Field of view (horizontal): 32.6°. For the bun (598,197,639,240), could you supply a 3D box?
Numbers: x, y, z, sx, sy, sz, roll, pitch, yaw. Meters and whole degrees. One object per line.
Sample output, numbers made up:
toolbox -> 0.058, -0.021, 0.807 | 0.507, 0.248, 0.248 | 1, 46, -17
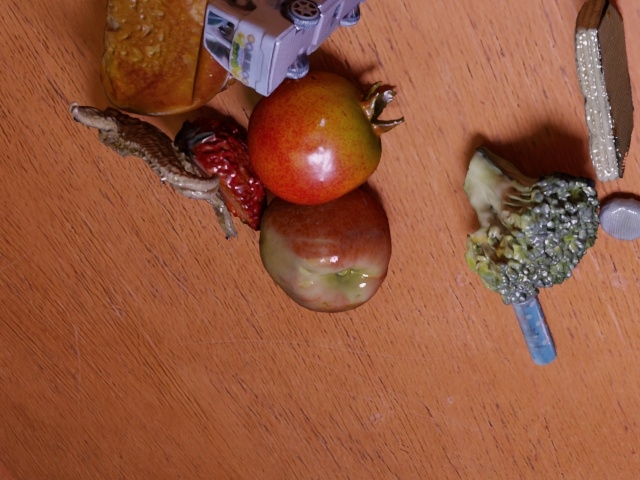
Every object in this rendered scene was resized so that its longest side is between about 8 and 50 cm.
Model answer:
bun -> 0.484, -0.037, 1.735 | 0.083, 0.045, 0.083 | 12, 135, 12

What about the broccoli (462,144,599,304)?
broccoli -> 0.302, -0.036, 1.705 | 0.245, 0.248, 0.288 | 39, 133, 20

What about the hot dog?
hot dog -> -0.201, -0.354, 1.663 | 0.223, 0.185, 0.405 | 24, 138, 7

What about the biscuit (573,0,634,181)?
biscuit -> 0.394, -0.220, 1.523 | 0.052, 0.150, 0.252 | 0, 132, 25

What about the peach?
peach -> 0.000, 0.000, 1.904 | 0.232, 0.257, 0.232 | -13, 127, -17

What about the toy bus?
toy bus -> -0.028, -0.332, 1.494 | 0.136, 0.330, 0.109 | 30, 138, 12

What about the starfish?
starfish -> -0.263, -0.130, 1.806 | 0.324, 0.082, 0.432 | 34, 174, 4

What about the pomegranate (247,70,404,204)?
pomegranate -> 0.008, -0.170, 1.733 | 0.256, 0.221, 0.221 | -23, 122, 10

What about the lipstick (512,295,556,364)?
lipstick -> 0.384, 0.154, 1.971 | 0.048, 0.048, 0.158 | -4, 129, 30

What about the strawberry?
strawberry -> -0.150, -0.126, 1.921 | 0.190, 0.111, 0.236 | 28, 162, 51
